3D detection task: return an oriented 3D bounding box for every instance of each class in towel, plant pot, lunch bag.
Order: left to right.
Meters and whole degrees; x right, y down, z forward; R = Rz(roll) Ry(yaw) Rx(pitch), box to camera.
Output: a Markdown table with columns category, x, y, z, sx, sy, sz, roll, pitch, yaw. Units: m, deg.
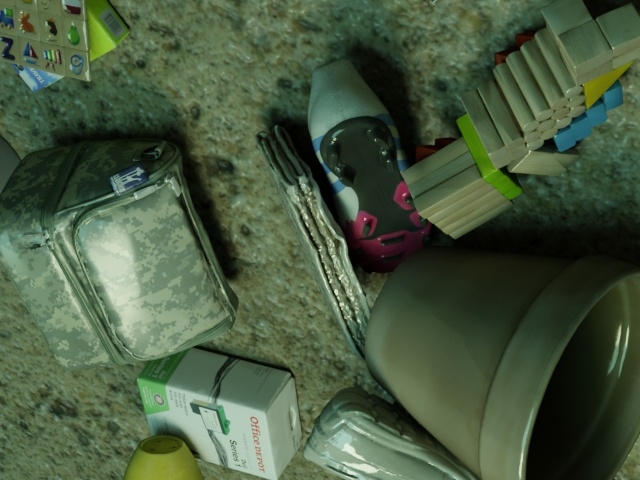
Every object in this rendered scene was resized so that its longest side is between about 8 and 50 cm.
| category | x | y | z | sx | sy | sz | roll | pitch | yaw |
| --- | --- | --- | --- | --- | --- | --- | --- | --- | --- |
| lunch bag | -0.267 | 0.012 | 1.913 | 0.256 | 0.212 | 0.305 | -9 | 124 | 16 |
| plant pot | -0.238 | 0.349 | 2.118 | 0.134 | 0.134 | 0.095 | 8 | 109 | 25 |
| towel | 0.000 | 0.000 | 1.768 | 0.049 | 0.187 | 0.282 | -24 | 123 | -3 |
| plant pot | 0.218 | 0.140 | 1.687 | 0.280 | 0.323 | 0.323 | 23 | 138 | 36 |

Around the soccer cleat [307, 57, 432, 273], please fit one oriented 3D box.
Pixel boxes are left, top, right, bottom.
| category | x | y | z | sx | sy | sz | roll | pitch | yaw |
| --- | --- | --- | --- | --- | --- | --- | --- | --- | --- |
| soccer cleat | 0.061 | -0.088 | 1.704 | 0.116 | 0.143 | 0.331 | -16 | 145 | 3 |

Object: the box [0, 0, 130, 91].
| category | x | y | z | sx | sy | sz | roll | pitch | yaw |
| --- | --- | --- | --- | --- | --- | --- | --- | --- | --- |
| box | -0.340 | -0.270 | 1.814 | 0.178 | 0.042 | 0.109 | -20 | 114 | 41 |

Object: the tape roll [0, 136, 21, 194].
| category | x | y | z | sx | sy | sz | roll | pitch | yaw |
| --- | --- | --- | --- | --- | --- | --- | --- | --- | --- |
| tape roll | -0.535 | -0.084 | 2.073 | 0.219 | 0.072 | 0.219 | 17 | 134 | 18 |

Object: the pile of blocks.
| category | x | y | z | sx | sy | sz | roll | pitch | yaw |
| --- | --- | --- | --- | --- | --- | --- | --- | --- | --- |
| pile of blocks | 0.227 | -0.150 | 1.559 | 0.362 | 0.149 | 0.112 | -45 | 55 | 37 |

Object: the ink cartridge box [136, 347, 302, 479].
| category | x | y | z | sx | sy | sz | roll | pitch | yaw |
| --- | --- | --- | --- | --- | --- | --- | --- | --- | --- |
| ink cartridge box | -0.150 | 0.257 | 2.127 | 0.219 | 0.092 | 0.160 | 12 | 133 | 22 |

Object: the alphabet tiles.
| category | x | y | z | sx | sy | sz | roll | pitch | yaw |
| --- | --- | --- | --- | --- | --- | --- | --- | --- | --- |
| alphabet tiles | -0.386 | -0.316 | 1.777 | 0.237 | 0.009 | 0.198 | 16 | 120 | 30 |

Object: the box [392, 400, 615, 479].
| category | x | y | z | sx | sy | sz | roll | pitch | yaw |
| --- | --- | --- | --- | --- | --- | --- | --- | --- | --- |
| box | 0.179 | 0.371 | 1.868 | 0.294 | 0.296 | 0.183 | 35 | 153 | -1 |

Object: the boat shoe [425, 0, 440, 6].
| category | x | y | z | sx | sy | sz | roll | pitch | yaw |
| --- | --- | --- | --- | --- | --- | --- | --- | --- | --- |
| boat shoe | 0.165 | -0.298 | 1.480 | 0.183 | 0.066 | 0.066 | -15 | 124 | 50 |

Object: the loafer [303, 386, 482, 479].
| category | x | y | z | sx | sy | sz | roll | pitch | yaw |
| --- | --- | --- | --- | --- | --- | --- | --- | --- | --- |
| loafer | 0.127 | 0.297 | 1.735 | 0.319 | 0.112 | 0.111 | 32 | 109 | -11 |
